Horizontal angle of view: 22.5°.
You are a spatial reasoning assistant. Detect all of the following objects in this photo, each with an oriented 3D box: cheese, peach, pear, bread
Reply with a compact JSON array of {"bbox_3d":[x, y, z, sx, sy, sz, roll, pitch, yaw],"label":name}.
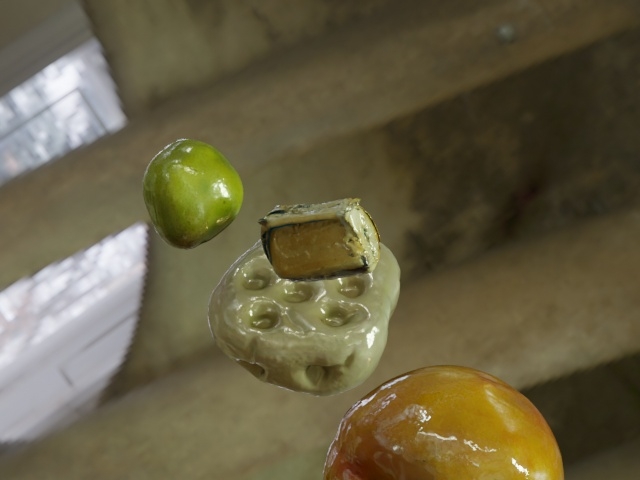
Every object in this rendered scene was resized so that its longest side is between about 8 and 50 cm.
[{"bbox_3d":[-0.010,0.084,1.849,0.117,0.235,0.218,85,-21,-47],"label":"cheese"},{"bbox_3d":[0.065,0.138,0.918,0.138,0.138,0.138,49,-16,19],"label":"peach"},{"bbox_3d":[-0.119,-0.040,1.448,0.092,0.097,0.092,19,-12,4],"label":"pear"},{"bbox_3d":[0.000,0.000,1.397,0.106,0.053,0.072,-5,-66,37],"label":"bread"}]
